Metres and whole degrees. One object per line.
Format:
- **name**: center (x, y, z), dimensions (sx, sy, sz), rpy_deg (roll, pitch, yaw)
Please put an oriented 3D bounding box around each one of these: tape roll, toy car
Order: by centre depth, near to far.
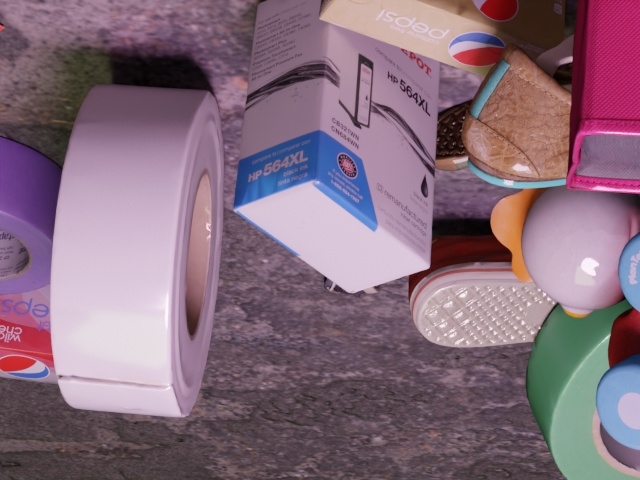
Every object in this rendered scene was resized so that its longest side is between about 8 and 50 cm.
- **toy car**: center (0.246, 0.032, 1.324), dimensions (0.238, 0.210, 0.219), rpy_deg (20, -156, 34)
- **tape roll**: center (-0.151, 0.010, 1.366), dimensions (0.100, 0.286, 0.286), rpy_deg (5, 151, 3)
- **tape roll**: center (0.360, 0.123, 1.529), dimensions (0.321, 0.077, 0.321), rpy_deg (-9, 134, -10)
- **tape roll**: center (-0.338, -0.025, 1.556), dimensions (0.189, 0.080, 0.189), rpy_deg (6, 151, 3)

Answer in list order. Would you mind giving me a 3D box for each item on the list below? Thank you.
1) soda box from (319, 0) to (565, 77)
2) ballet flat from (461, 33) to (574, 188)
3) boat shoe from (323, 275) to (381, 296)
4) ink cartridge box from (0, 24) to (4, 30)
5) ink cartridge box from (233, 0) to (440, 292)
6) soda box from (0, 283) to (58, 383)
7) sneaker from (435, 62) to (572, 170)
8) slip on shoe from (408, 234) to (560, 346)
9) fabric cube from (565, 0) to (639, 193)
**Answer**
- **soda box**: center (0.094, -0.178, 1.212), dimensions (0.181, 0.058, 0.061), rpy_deg (17, 149, -18)
- **ballet flat**: center (0.263, -0.111, 1.219), dimensions (0.342, 0.116, 0.124), rpy_deg (-2, 118, -26)
- **boat shoe**: center (0.000, 0.000, 1.531), dimensions (0.065, 0.075, 0.206), rpy_deg (-8, 152, 19)
- **ink cartridge box**: center (-0.327, -0.163, 1.359), dimensions (0.063, 0.029, 0.115), rpy_deg (28, 145, -32)
- **ink cartridge box**: center (0.017, -0.085, 1.246), dimensions (0.086, 0.203, 0.148), rpy_deg (-19, 142, 35)
- **soda box**: center (-0.280, 0.104, 1.756), dimensions (0.263, 0.092, 0.083), rpy_deg (8, 151, -2)
- **sneaker**: center (0.184, -0.086, 1.344), dimensions (0.192, 0.064, 0.086), rpy_deg (-21, 135, 35)
- **slip on shoe**: center (0.238, 0.042, 1.540), dimensions (0.331, 0.101, 0.123), rpy_deg (1, 128, -15)
- **fabric cube**: center (0.277, -0.163, 0.913), dimensions (0.254, 0.258, 0.259), rpy_deg (4, 176, 7)
